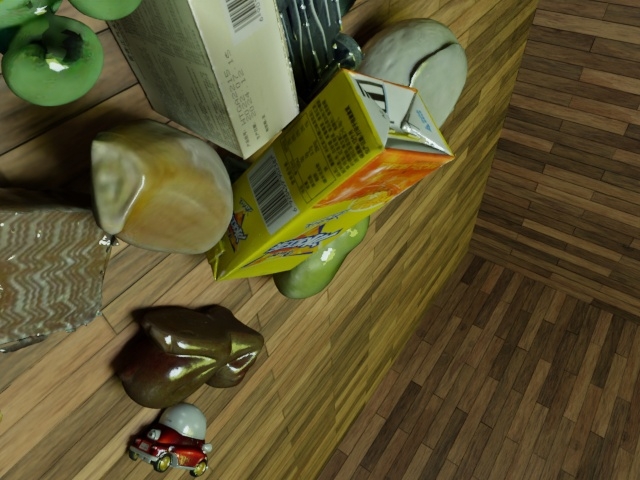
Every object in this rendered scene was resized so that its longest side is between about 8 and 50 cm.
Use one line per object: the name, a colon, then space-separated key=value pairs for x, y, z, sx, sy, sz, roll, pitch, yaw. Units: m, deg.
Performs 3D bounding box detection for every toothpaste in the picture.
toothpaste: x=-0.075 y=-0.100 z=0.791 sx=0.297 sy=0.048 sz=0.074 roll=-6 pitch=129 yaw=-57

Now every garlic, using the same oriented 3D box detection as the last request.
garlic: x=-0.162 y=-0.055 z=0.509 sx=0.318 sy=0.112 sz=0.143 roll=34 pitch=66 yaw=-84

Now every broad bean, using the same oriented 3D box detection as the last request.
broad bean: x=-0.001 y=0.000 z=0.858 sx=0.238 sy=0.119 sz=0.291 roll=-62 pitch=-174 yaw=-32

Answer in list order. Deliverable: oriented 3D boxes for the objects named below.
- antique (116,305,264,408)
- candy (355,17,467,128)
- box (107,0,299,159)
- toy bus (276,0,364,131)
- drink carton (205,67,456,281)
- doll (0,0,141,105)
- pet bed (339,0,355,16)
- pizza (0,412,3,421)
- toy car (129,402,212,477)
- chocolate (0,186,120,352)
antique: x=-0.200 y=0.192 z=0.738 sx=0.257 sy=0.121 sz=0.143 roll=11 pitch=106 yaw=-63
candy: x=0.153 y=-0.290 z=0.884 sx=0.296 sy=0.185 sz=0.295 roll=-34 pitch=152 yaw=-22
box: x=-0.127 y=-0.208 z=0.443 sx=0.095 sy=0.168 sz=0.212 roll=-49 pitch=151 yaw=-24
toy bus: x=-0.061 y=-0.281 z=0.519 sx=0.144 sy=0.152 sz=0.330 roll=-54 pitch=152 yaw=-22
drink carton: x=-0.014 y=-0.062 z=0.616 sx=0.155 sy=0.111 sz=0.351 roll=-6 pitch=158 yaw=-45
doll: x=-0.259 y=-0.171 z=0.218 sx=0.198 sy=0.186 sz=0.322 roll=-48 pitch=172 yaw=16
pet bed: x=0.007 y=-0.410 z=0.643 sx=0.201 sy=0.054 sz=0.201 roll=-45 pitch=149 yaw=-36
pizza: x=-0.406 y=0.235 z=0.496 sx=0.123 sy=0.026 sz=0.108 roll=-41 pitch=149 yaw=-44
toy car: x=-0.257 y=0.347 z=0.809 sx=0.139 sy=0.112 sz=0.112 roll=48 pitch=55 yaw=-53
chocolate: x=-0.301 y=0.021 z=0.416 sx=0.214 sy=0.093 sz=0.148 roll=-3 pitch=115 yaw=-63
